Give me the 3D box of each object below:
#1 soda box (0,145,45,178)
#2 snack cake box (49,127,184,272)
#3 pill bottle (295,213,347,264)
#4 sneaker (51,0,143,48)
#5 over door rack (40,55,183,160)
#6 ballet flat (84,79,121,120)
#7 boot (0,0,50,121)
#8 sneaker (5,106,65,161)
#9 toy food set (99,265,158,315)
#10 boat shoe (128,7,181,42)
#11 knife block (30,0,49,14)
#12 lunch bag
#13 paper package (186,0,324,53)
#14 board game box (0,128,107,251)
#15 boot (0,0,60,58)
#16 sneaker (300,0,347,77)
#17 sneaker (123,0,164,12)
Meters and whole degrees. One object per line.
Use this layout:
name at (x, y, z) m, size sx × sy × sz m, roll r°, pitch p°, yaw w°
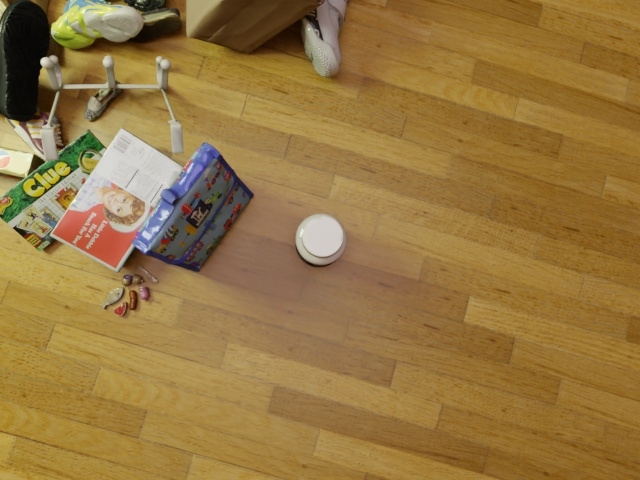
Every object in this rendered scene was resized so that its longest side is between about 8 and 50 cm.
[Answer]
soda box at (-0.711, -0.177, 1.032) m, size 0.182 × 0.061 × 0.058 m, roll 12°, pitch 84°, yaw -1°
snack cake box at (-0.422, -0.085, 0.998) m, size 0.152 × 0.089 × 0.264 m, roll 34°, pitch 86°, yaw -18°
pill bottle at (0.000, 0.000, 0.987) m, size 0.108 × 0.180 × 0.107 m, roll 0°, pitch 84°, yaw -3°
sneaker at (-0.493, -0.510, 1.039) m, size 0.240 × 0.091 × 0.126 m, roll -1°, pitch 74°, yaw 19°
over door rack at (-0.414, -0.292, 0.933) m, size 0.240 × 0.108 × 0.324 m, roll -8°, pitch 45°, yaw -20°
ballet flat at (-0.502, -0.325, 1.069) m, size 0.041 × 0.041 × 0.114 m, roll 40°, pitch 84°, yaw 2°
boot at (-0.683, -0.387, 0.983) m, size 0.207 × 0.094 × 0.246 m, roll 22°, pitch 106°, yaw 21°
sneaker at (-0.607, -0.237, 1.040) m, size 0.185 × 0.069 × 0.084 m, roll 43°, pitch 89°, yaw 1°
toy food set at (-0.422, 0.119, 1.036) m, size 0.078 × 0.019 × 0.122 m, roll 39°, pitch 84°, yaw 2°
boat shoe at (-0.395, -0.502, 1.089) m, size 0.152 × 0.056 × 0.049 m, roll -8°, pitch 58°, yaw 5°
knife block at (-0.664, -0.682, 1.087) m, size 0.088 × 0.242 × 0.275 m, roll 8°, pitch 129°, yaw -1°
lunch bag at (-0.262, -0.068, 0.925) m, size 0.138 × 0.293 × 0.220 m, roll 35°, pitch 84°, yaw 2°
paper package at (-0.147, -0.606, 0.975) m, size 0.168 × 0.310 × 0.324 m, roll 2°, pitch 84°, yaw -42°
board game box at (-0.559, -0.108, 1.020) m, size 0.260 × 0.030 × 0.136 m, roll -41°, pitch 114°, yaw -6°
boot at (-0.741, -0.480, 1.040) m, size 0.204 × 0.095 × 0.262 m, roll -22°, pitch 127°, yaw 24°
sneaker at (0.043, -0.563, 1.067) m, size 0.211 × 0.137 × 0.365 m, roll -14°, pitch 82°, yaw -1°
sneaker at (-0.484, -0.627, 1.083) m, size 0.283 × 0.110 × 0.122 m, roll 19°, pitch 68°, yaw -5°
